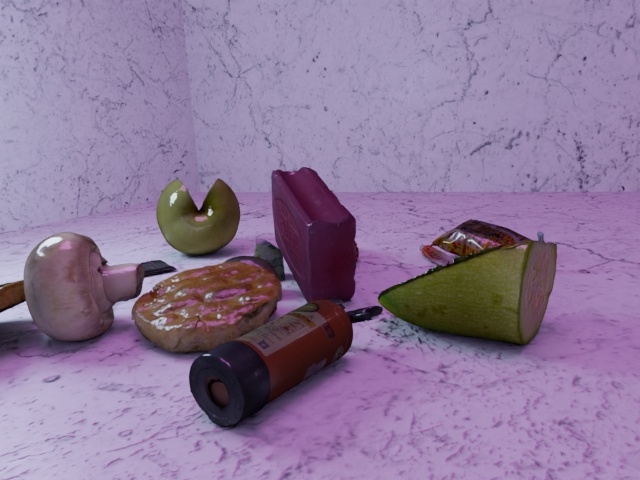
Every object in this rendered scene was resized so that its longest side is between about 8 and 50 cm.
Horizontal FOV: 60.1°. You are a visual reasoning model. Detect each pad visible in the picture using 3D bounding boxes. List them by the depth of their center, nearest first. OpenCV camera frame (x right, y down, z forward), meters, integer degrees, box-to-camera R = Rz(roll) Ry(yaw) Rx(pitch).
[{"bbox_3d":[-0.589,0.094,1.734,0.233,0.022,0.174,-9,12,-32],"label":"pad"}]

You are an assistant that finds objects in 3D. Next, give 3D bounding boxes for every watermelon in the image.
[{"bbox_3d":[-0.157,0.089,1.588,0.098,0.121,0.158,9,-37,-16],"label":"watermelon"}]

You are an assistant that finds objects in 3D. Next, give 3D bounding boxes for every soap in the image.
[{"bbox_3d":[-0.023,-0.025,1.409,0.128,0.233,0.359,-9,29,-15],"label":"soap"}]

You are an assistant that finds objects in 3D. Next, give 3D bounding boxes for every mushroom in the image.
[{"bbox_3d":[-0.505,0.091,1.203,0.234,0.254,0.260,-13,55,-13],"label":"mushroom"},{"bbox_3d":[-0.197,0.097,1.413,0.188,0.117,0.141,-7,0,3],"label":"mushroom"}]

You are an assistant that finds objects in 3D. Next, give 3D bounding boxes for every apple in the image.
[{"bbox_3d":[-0.427,-0.089,1.942,0.292,0.292,0.254,-7,-11,-16],"label":"apple"}]

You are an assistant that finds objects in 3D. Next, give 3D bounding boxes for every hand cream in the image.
[{"bbox_3d":[0.351,0.052,1.657,0.052,0.038,0.216,-33,21,-7],"label":"hand cream"}]

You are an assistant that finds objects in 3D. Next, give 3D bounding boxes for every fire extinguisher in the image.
[{"bbox_3d":[-0.066,0.175,0.946,0.200,0.113,0.376,5,14,37],"label":"fire extinguisher"}]

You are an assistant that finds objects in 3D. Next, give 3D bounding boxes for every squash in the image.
[{"bbox_3d":[0.272,0.080,1.097,0.309,0.210,0.234,11,6,36],"label":"squash"}]

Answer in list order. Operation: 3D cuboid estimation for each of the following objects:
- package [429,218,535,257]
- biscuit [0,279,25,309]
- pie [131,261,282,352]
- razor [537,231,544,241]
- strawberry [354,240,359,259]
[{"bbox_3d":[0.486,0.007,1.626,0.223,0.108,0.288,-18,24,-40],"label":"package"},{"bbox_3d":[-0.754,0.156,1.166,0.287,0.057,0.344,-26,6,-15],"label":"biscuit"},{"bbox_3d":[-0.239,0.136,1.196,0.339,0.083,0.339,-7,20,3],"label":"pie"},{"bbox_3d":[0.477,0.068,1.426,0.278,0.111,0.056,-18,13,-24],"label":"razor"},{"bbox_3d":[0.000,0.000,1.748,0.233,0.137,0.306,-4,13,1],"label":"strawberry"}]
